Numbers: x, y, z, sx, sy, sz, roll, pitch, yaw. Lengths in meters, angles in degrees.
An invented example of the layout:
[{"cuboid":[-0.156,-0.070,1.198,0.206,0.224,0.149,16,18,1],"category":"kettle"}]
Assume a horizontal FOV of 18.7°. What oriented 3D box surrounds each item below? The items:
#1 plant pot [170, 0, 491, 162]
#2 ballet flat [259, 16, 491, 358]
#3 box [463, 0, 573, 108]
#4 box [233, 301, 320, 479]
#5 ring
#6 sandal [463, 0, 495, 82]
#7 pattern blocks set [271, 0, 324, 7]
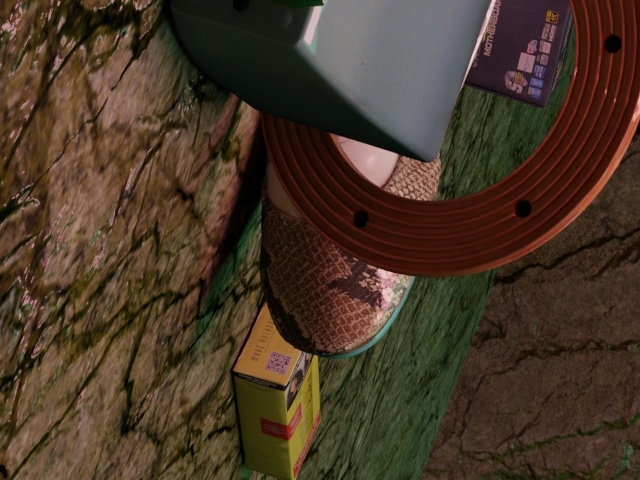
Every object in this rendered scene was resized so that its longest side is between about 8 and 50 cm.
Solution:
[{"cuboid":[0.001,-0.174,1.404,0.234,0.166,0.165,19,89,-68],"category":"plant pot"},{"cuboid":[0.036,-0.123,1.734,0.482,0.164,0.182,-68,148,-40],"category":"ballet flat"},{"cuboid":[0.172,-0.263,1.976,0.059,0.183,0.232,-58,163,-46],"category":"box"},{"cuboid":[-0.042,0.157,1.962,0.232,0.058,0.087,90,22,-58],"category":"box"},{"cuboid":[0.102,-0.136,1.507,0.032,0.337,0.336,19,90,-58],"category":"ring"},{"cuboid":[0.161,-0.287,1.607,0.169,0.102,0.416,-3,114,-58],"category":"sandal"},{"cuboid":[0.044,-0.239,1.233,0.325,0.285,0.026,-44,133,-37],"category":"pattern blocks set"}]
